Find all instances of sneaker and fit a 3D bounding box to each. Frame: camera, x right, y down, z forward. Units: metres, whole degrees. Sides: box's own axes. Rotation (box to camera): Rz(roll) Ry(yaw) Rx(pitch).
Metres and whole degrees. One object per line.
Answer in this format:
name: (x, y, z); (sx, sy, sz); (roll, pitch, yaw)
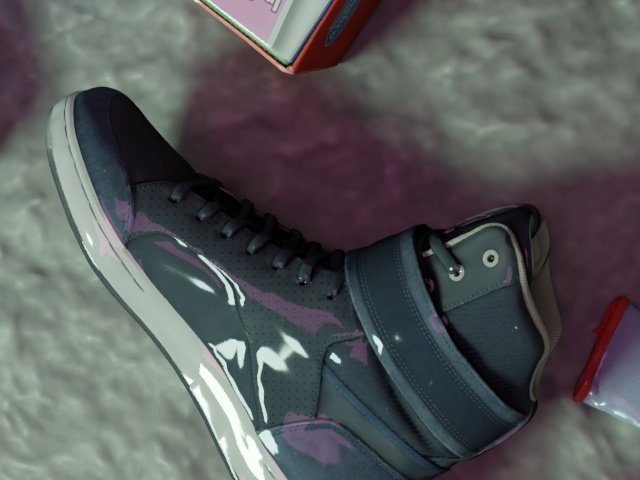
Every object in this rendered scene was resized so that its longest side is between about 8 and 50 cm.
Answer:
sneaker: (0.001, 0.000, 0.593); (0.163, 0.086, 0.226); (-35, 88, 20)

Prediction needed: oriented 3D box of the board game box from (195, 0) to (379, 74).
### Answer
board game box: (-0.010, -0.266, 0.583); (0.242, 0.064, 0.316); (39, 110, 10)

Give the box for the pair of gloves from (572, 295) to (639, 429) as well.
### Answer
pair of gloves: (0.150, 0.125, 0.571); (0.159, 0.023, 0.198); (26, 81, 18)
